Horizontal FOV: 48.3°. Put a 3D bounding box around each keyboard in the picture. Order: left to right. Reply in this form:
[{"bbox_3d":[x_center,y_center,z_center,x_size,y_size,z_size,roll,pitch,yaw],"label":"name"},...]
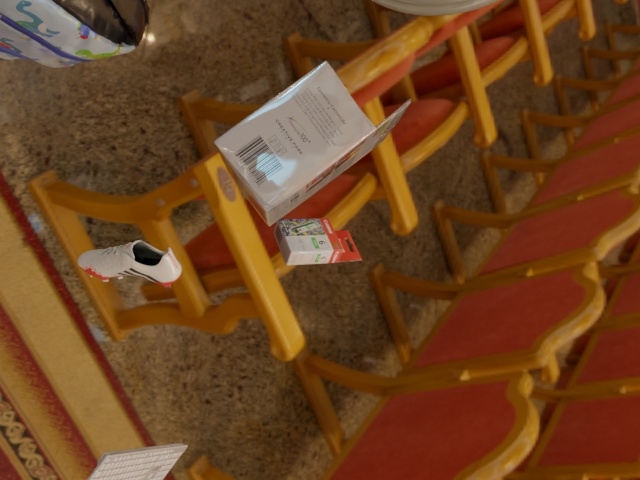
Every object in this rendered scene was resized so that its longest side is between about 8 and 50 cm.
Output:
[{"bbox_3d":[-0.251,0.313,0.972,0.072,0.014,0.256,-58,163,-5],"label":"keyboard"}]

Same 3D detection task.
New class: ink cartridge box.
[{"bbox_3d":[-0.015,-0.161,1.161,0.272,0.309,0.130,-37,90,-5],"label":"ink cartridge box"},{"bbox_3d":[0.000,0.000,0.970,0.115,0.029,0.063,-3,47,-25],"label":"ink cartridge box"}]

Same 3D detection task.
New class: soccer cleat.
[{"bbox_3d":[-0.142,0.013,0.528,0.035,0.083,0.029,85,20,-45],"label":"soccer cleat"}]

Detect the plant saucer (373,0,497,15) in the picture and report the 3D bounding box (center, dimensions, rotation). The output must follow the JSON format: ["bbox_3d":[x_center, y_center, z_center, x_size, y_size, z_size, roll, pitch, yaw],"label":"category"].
[{"bbox_3d":[0.145,-0.489,0.880,0.100,0.400,0.400,-22,106,-65],"label":"plant saucer"}]

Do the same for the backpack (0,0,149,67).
[{"bbox_3d":[-0.335,-0.343,0.790,0.355,0.273,0.290,18,61,-56],"label":"backpack"}]
